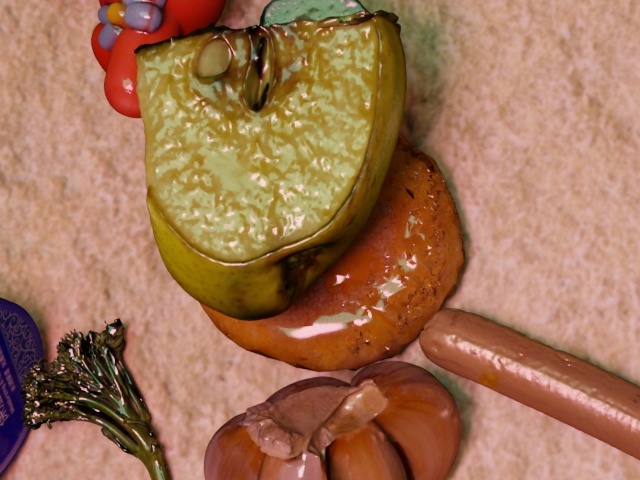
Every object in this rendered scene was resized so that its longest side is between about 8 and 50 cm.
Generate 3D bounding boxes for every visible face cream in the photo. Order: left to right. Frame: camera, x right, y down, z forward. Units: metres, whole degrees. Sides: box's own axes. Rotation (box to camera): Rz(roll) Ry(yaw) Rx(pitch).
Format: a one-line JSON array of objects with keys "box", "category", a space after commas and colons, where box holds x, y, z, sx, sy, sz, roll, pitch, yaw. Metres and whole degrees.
[{"box": [-0.367, 0.141, 1.821, 0.111, 0.206, 0.206, 14, 86, 27], "category": "face cream"}]

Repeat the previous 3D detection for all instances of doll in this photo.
[{"box": [-0.153, -0.247, 1.834, 0.130, 0.161, 0.290, 16, 75, -7], "category": "doll"}]

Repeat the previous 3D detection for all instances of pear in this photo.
[{"box": [-0.029, -0.062, 1.688, 0.238, 0.164, 0.255, -8, 76, 9], "category": "pear"}]

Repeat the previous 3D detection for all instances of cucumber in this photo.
[{"box": [0.004, -0.197, 1.795, 0.116, 0.115, 0.062, -3, 79, 12], "category": "cucumber"}]

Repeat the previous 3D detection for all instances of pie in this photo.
[{"box": [0.001, 0.000, 1.780, 0.273, 0.069, 0.273, -4, 74, 16], "category": "pie"}]

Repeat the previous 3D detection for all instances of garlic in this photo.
[{"box": [0.006, 0.193, 1.698, 0.160, 0.214, 0.191, 24, 133, 39], "category": "garlic"}]

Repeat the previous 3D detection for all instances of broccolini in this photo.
[{"box": [-0.210, 0.214, 1.818, 0.123, 0.062, 0.271, -21, 74, 6], "category": "broccolini"}]

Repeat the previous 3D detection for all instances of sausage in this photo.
[{"box": [0.223, 0.136, 1.671, 0.301, 0.066, 0.066, 27, 91, 23], "category": "sausage"}]
